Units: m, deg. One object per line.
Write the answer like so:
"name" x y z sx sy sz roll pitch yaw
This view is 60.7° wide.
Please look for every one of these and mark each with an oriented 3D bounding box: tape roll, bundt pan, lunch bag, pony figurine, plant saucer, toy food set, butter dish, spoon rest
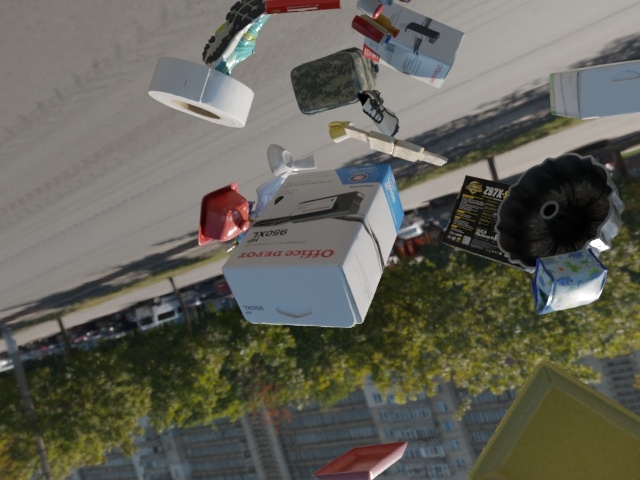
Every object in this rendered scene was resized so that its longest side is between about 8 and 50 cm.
"tape roll" -0.338 -0.416 1.556 0.286 0.100 0.286 18 180 0
"bundt pan" 0.631 -0.056 1.429 0.124 0.330 0.331 26 152 -30
"lunch bag" 0.558 0.102 1.240 0.129 0.151 0.096 -12 -141 2
"pony figurine" -0.176 -0.091 1.958 0.351 0.302 0.363 -23 -156 3
"plant saucer" 0.539 0.473 1.156 0.332 0.333 0.081 -62 156 10
"lunch bag" 0.062 -0.640 2.199 0.305 0.212 0.256 -9 -164 29
"toy food set" 0.152 -0.568 1.381 0.111 0.105 0.232 -56 180 -5
"butter dish" -0.251 -0.061 1.519 0.118 0.159 0.160 24 -149 22
"plant saucer" 0.146 0.782 1.912 0.259 0.047 0.259 -25 169 37
"spoon rest" -0.120 -0.289 2.047 0.084 0.137 0.276 -15 177 31

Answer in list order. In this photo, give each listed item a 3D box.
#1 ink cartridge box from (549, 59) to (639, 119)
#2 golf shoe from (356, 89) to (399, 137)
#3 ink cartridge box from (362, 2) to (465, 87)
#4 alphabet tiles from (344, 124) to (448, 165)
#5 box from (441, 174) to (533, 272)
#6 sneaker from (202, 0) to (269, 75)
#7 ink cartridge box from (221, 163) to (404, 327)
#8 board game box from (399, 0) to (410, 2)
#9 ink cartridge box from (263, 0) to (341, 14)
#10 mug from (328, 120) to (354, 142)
"ink cartridge box" 0.704 -0.375 1.352 0.202 0.117 0.278 -6 -166 11
"golf shoe" 0.179 -0.408 1.766 0.094 0.198 0.077 -2 141 -41
"ink cartridge box" 0.277 -0.593 1.662 0.273 0.114 0.197 25 178 3
"alphabet tiles" 0.197 -0.247 1.460 0.278 0.021 0.284 20 -174 4
"box" 0.595 -0.061 1.835 0.322 0.257 0.079 21 -179 42
"sneaker" -0.226 -0.592 1.570 0.275 0.107 0.110 -47 151 6
"ink cartridge box" 0.000 0.000 1.255 0.286 0.166 0.394 -3 -145 26
"board game box" 0.187 -0.632 1.062 0.027 0.281 0.145 -5 176 -29
"ink cartridge box" -0.043 -0.589 1.295 0.181 0.056 0.224 -4 -148 3
"mug" 0.064 -0.330 1.642 0.064 0.062 0.078 -6 -168 37
